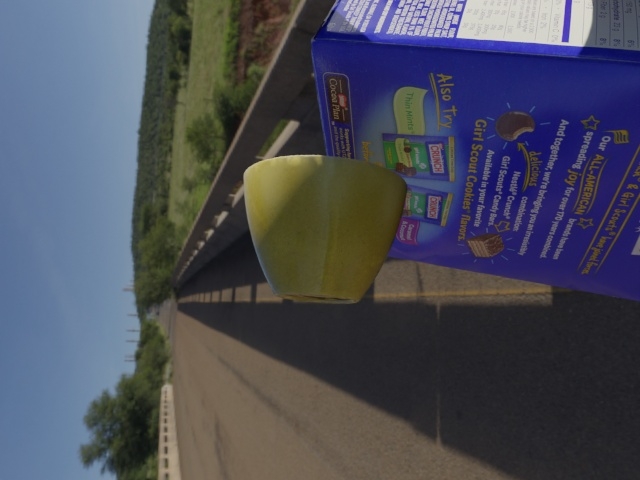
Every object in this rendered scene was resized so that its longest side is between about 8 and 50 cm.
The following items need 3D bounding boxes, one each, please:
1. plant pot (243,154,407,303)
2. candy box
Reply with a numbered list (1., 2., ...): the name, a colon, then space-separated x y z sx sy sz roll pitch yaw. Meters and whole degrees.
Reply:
1. plant pot: 0.000 0.000 0.419 0.134 0.134 0.095 149 128 -71
2. candy box: 0.172 -0.083 0.472 0.268 0.316 0.122 79 -153 -53
